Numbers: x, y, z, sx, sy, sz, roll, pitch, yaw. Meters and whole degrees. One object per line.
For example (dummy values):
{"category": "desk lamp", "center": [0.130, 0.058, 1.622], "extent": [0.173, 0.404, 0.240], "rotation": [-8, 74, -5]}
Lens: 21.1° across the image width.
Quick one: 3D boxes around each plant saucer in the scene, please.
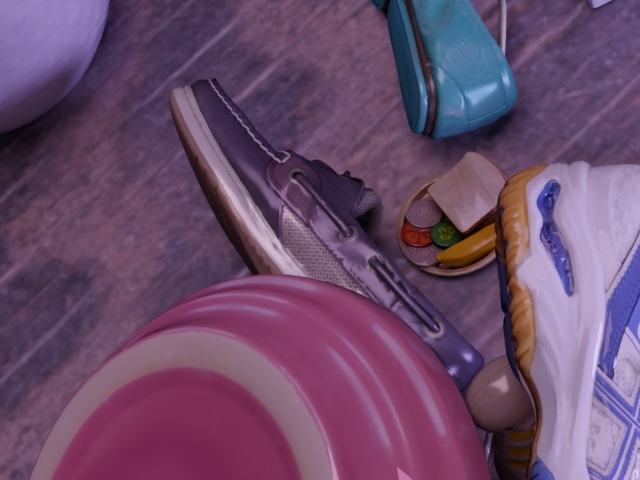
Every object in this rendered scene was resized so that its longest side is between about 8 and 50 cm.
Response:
{"category": "plant saucer", "center": [-0.058, 0.177, 0.939], "extent": [0.332, 0.084, 0.332], "rotation": [-12, 70, 38]}

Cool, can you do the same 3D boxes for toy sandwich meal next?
{"category": "toy sandwich meal", "center": [0.087, -0.017, 1.105], "extent": [0.086, 0.029, 0.085], "rotation": [-8, 61, 14]}

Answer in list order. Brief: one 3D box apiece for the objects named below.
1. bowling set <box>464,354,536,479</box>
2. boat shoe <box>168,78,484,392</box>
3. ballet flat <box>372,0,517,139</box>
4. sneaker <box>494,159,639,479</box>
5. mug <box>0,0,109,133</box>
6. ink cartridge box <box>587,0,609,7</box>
{"category": "bowling set", "center": [0.241, 0.079, 0.932], "extent": [0.287, 0.154, 0.200], "rotation": [-43, 59, -7]}
{"category": "boat shoe", "center": [0.000, 0.000, 1.088], "extent": [0.092, 0.103, 0.285], "rotation": [-32, 62, -7]}
{"category": "ballet flat", "center": [0.077, -0.173, 1.174], "extent": [0.087, 0.083, 0.247], "rotation": [-7, 58, -14]}
{"category": "sneaker", "center": [0.160, 0.105, 0.825], "extent": [0.131, 0.112, 0.296], "rotation": [-4, 85, 1]}
{"category": "mug", "center": [-0.331, -0.203, 1.163], "extent": [0.374, 0.328, 0.276], "rotation": [-23, 58, 5]}
{"category": "ink cartridge box", "center": [0.191, -0.270, 1.121], "extent": [0.127, 0.176, 0.128], "rotation": [-28, 58, 2]}
